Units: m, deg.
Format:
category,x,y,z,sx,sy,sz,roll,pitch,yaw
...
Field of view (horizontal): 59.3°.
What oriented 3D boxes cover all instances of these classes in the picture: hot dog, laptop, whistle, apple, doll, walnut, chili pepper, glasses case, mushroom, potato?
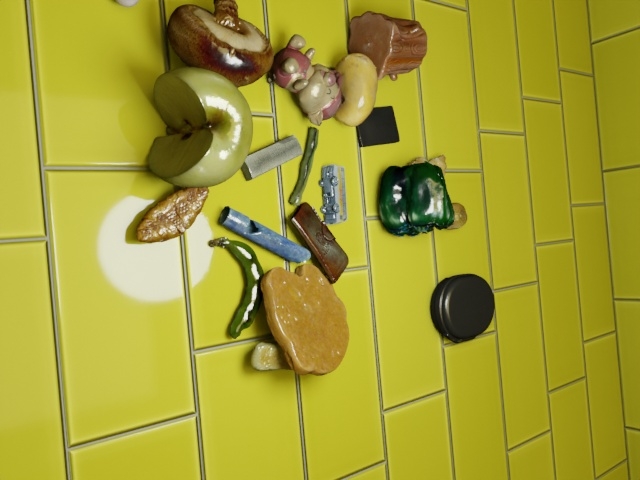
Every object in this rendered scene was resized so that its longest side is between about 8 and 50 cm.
category,x,y,z,sx,sy,sz,roll,pitch,yaw
hot dog,-0.109,0.339,1.661,0.242,0.073,0.084,7,87,-39
laptop,0.197,-0.402,1.977,0.197,0.016,0.135,-14,94,-38
whistle,-0.160,-0.008,1.656,0.304,0.062,0.062,30,70,-31
apple,-0.303,-0.282,1.444,0.233,0.257,0.296,-3,92,-38
doll,-0.032,-0.488,1.727,0.256,0.152,0.196,40,78,-32
walnut,0.504,-0.093,2.131,0.124,0.105,0.105,-40,110,-32
chili pepper,0.328,-0.142,1.929,0.233,0.248,0.257,-4,88,-60
glasses case,-0.147,-0.250,1.688,0.204,0.047,0.071,-32,104,-33
mushroom,-0.268,-0.536,1.524,0.296,0.163,0.279,10,60,-36
potato,0.113,-0.486,1.823,0.145,0.150,0.234,0,95,-10

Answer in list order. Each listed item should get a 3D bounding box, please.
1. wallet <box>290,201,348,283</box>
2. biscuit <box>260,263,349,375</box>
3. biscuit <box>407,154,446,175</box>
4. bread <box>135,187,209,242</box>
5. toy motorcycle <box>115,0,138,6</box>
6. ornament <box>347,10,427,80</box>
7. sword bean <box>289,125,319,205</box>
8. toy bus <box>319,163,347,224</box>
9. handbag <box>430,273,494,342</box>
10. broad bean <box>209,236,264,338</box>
category,x,y,z,sx,sy,sz,roll,pitch,yaw
wallet,0.000,0.000,1.763,0.255,0.031,0.137,56,38,-18
biscuit,-0.039,0.223,1.676,0.312,0.057,0.352,-33,94,-53
biscuit,0.391,-0.253,2.083,0.182,0.061,0.118,-9,94,-35
bread,-0.386,-0.064,1.479,0.233,0.076,0.105,-42,99,-23
toy motorcycle,-0.485,-0.724,1.447,0.112,0.112,0.255,22,75,-34
ornament,0.237,-0.667,1.908,0.217,0.221,0.236,-16,75,-41
sword bean,-0.047,-0.232,1.768,0.043,0.038,0.270,20,75,-21
toy bus,0.044,-0.147,1.817,0.075,0.064,0.191,-4,90,-49
handbag,0.541,0.254,2.140,0.307,0.093,0.254,-4,91,-37
broad bean,-0.225,0.125,1.609,0.143,0.049,0.292,-12,92,-30
